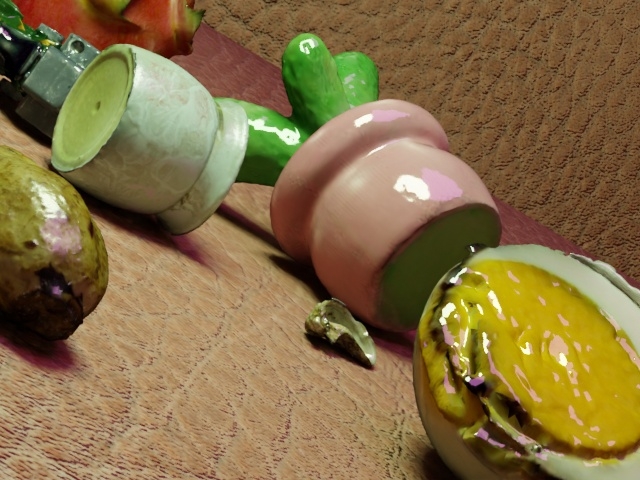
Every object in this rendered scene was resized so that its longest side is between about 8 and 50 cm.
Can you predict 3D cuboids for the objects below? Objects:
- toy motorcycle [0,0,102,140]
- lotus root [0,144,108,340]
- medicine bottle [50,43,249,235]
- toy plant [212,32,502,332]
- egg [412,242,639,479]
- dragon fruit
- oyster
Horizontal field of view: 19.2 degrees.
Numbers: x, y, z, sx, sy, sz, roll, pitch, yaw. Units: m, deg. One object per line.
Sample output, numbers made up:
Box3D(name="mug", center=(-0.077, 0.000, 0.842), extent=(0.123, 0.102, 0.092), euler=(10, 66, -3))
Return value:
Box3D(name="toy motorcycle", center=(-0.326, -0.204, 1.899), extent=(0.275, 0.124, 0.187), euler=(34, 1, 14))
Box3D(name="lotus root", center=(-0.228, -0.018, 1.348), extent=(0.110, 0.097, 0.258), euler=(20, 12, -41))
Box3D(name="medicine bottle", center=(-0.159, -0.094, 1.780), extent=(0.143, 0.147, 0.147), euler=(29, 10, -32))
Box3D(name="toy plant", center=(0.007, -0.066, 1.988), extent=(0.317, 0.210, 0.356), euler=(-21, 56, -26))
Box3D(name="egg", center=(0.179, 0.150, 1.586), extent=(0.264, 0.174, 0.286), euler=(30, 34, -6))
Box3D(name="dragon fruit", center=(-0.266, -0.330, 2.300), extent=(0.305, 0.226, 0.305), euler=(40, 5, -4))
Box3D(name="oyster", center=(0.016, 0.094, 1.761), extent=(0.083, 0.038, 0.080), euler=(56, 17, -10))
